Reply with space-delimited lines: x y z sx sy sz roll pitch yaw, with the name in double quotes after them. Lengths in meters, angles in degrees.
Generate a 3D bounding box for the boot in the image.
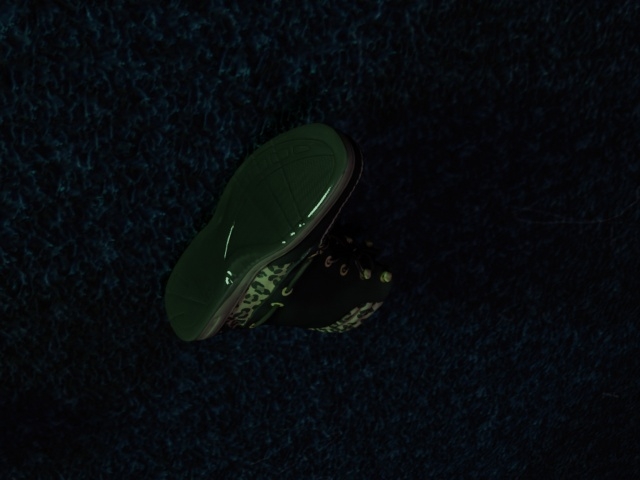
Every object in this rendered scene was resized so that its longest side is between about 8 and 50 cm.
-0.001 -0.001 1.082 0.179 0.085 0.236 5 138 -43 "boot"
